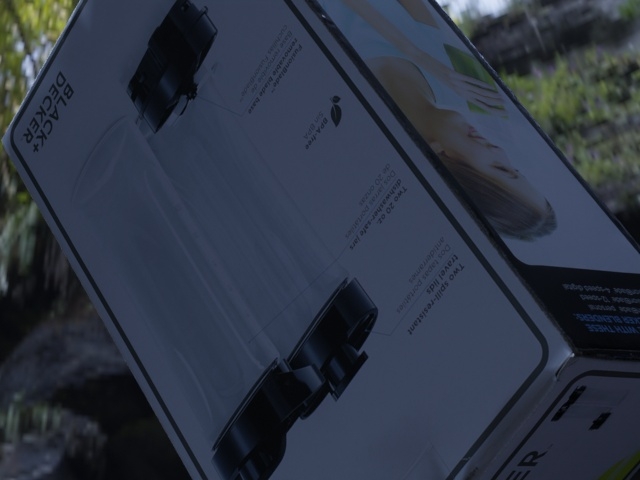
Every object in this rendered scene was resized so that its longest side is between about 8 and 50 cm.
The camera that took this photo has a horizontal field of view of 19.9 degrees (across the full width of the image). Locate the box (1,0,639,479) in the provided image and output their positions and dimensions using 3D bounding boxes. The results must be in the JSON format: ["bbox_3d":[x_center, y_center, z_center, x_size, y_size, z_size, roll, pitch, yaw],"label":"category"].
[{"bbox_3d":[0.000,0.000,0.692,0.087,0.290,0.169,6,-52,-43],"label":"box"}]
